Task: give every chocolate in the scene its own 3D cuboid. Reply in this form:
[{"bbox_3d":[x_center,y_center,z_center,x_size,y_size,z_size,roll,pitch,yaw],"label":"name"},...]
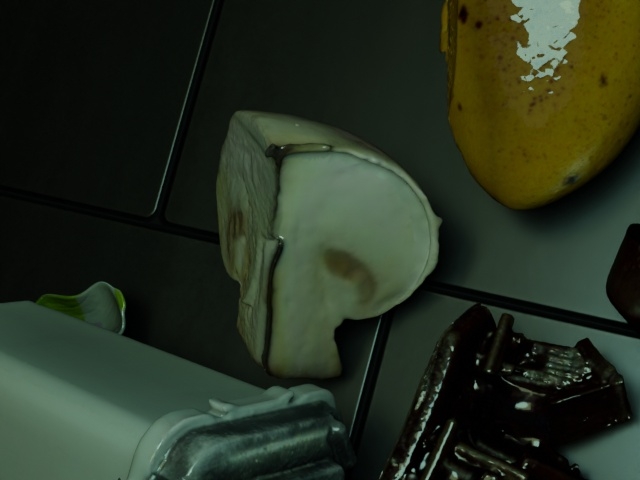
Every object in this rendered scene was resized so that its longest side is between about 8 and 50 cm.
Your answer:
[{"bbox_3d":[0.294,0.053,1.313,0.148,0.125,0.080,29,106,20],"label":"chocolate"}]

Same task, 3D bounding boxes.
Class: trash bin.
[{"bbox_3d":[-0.196,0.197,1.345,0.367,0.296,0.256,23,106,30],"label":"trash bin"}]

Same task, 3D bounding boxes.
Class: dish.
[{"bbox_3d":[-0.230,0.090,1.543,0.137,0.039,0.091,-31,69,16],"label":"dish"}]

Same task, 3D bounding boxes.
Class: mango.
[{"bbox_3d":[0.194,-0.168,1.371,0.191,0.160,0.290,5,91,3],"label":"mango"}]

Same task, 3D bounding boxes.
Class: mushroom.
[{"bbox_3d":[0.002,-0.015,1.443,0.162,0.173,0.236,-3,119,-16],"label":"mushroom"}]

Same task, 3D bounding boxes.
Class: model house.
[{"bbox_3d":[0.162,0.164,1.322,0.164,0.141,0.203,17,82,34],"label":"model house"}]
